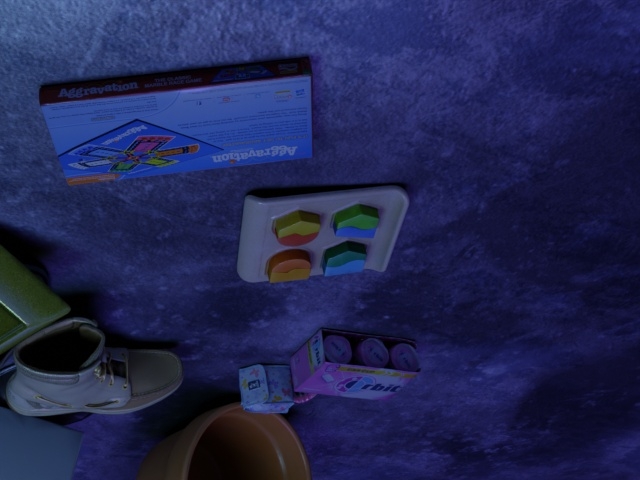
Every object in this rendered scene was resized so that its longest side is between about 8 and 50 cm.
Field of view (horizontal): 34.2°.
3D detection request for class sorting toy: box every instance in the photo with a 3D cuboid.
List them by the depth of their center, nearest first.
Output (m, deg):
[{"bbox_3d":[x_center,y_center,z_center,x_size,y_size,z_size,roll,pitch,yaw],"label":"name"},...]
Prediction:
[{"bbox_3d":[0.000,0.000,1.361,0.208,0.038,0.193,-3,148,-10],"label":"sorting toy"}]

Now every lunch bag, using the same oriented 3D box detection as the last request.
[{"bbox_3d":[-0.089,0.241,1.689,0.083,0.071,0.053,4,147,-19],"label":"lunch bag"}]

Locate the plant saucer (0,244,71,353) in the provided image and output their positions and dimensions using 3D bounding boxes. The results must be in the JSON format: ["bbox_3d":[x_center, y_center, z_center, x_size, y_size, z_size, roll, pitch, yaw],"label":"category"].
[{"bbox_3d":[-0.440,0.076,1.286,0.188,0.045,0.188,-30,116,29],"label":"plant saucer"}]

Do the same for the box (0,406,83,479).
[{"bbox_3d":[-0.570,0.353,1.578,0.345,0.168,0.215,23,138,-19],"label":"box"}]

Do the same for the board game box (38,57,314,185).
[{"bbox_3d":[-0.148,-0.126,1.132,0.281,0.027,0.145,-7,147,-4],"label":"board game box"}]

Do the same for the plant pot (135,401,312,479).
[{"bbox_3d":[-0.184,0.434,1.808,0.291,0.291,0.203,22,153,-40],"label":"plant pot"}]

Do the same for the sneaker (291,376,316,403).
[{"bbox_3d":[-0.048,0.261,1.767,0.119,0.047,0.057,-20,163,23],"label":"sneaker"}]

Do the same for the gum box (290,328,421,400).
[{"bbox_3d":[0.060,0.203,1.675,0.188,0.062,0.107,10,143,-28],"label":"gum box"}]

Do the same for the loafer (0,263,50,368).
[{"bbox_3d":[-0.433,0.129,1.407,0.096,0.084,0.267,12,142,-31],"label":"loafer"}]

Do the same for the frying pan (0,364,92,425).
[{"bbox_3d":[-0.479,0.270,1.661,0.326,0.053,0.197,-26,144,20],"label":"frying pan"}]

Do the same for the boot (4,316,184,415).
[{"bbox_3d":[-0.307,0.175,1.472,0.262,0.095,0.203,-2,155,-20],"label":"boot"}]
